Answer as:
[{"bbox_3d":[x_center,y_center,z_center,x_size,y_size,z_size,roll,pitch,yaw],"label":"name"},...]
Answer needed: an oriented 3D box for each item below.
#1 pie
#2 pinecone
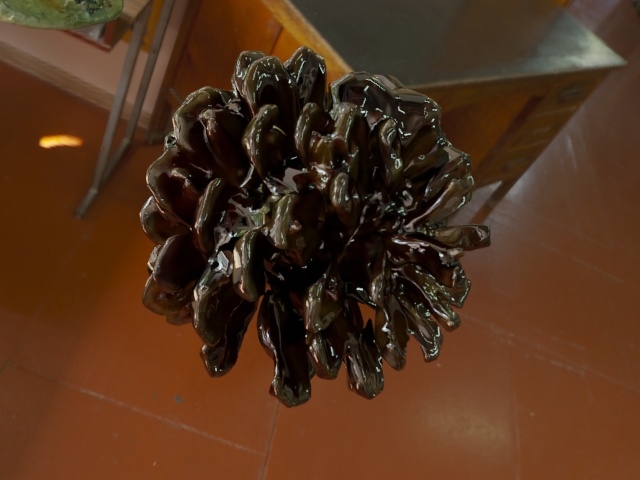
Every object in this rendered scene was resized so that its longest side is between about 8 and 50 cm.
[{"bbox_3d":[-0.132,-0.117,0.305,0.085,0.017,0.085,15,36,-11],"label":"pie"},{"bbox_3d":[0.000,0.000,0.760,0.398,0.397,0.397,17,44,-17],"label":"pinecone"}]
